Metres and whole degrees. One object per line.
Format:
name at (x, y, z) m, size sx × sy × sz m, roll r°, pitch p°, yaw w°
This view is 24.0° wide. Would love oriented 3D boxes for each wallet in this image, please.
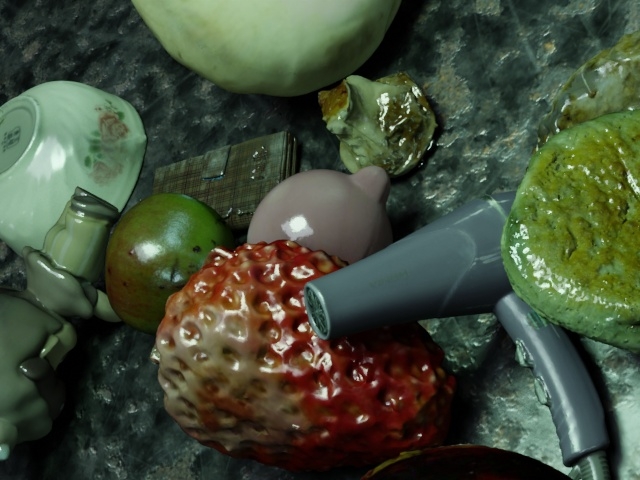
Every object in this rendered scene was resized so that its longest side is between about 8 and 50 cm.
wallet at (-0.129, -0.061, 1.949) m, size 0.230 × 0.042 × 0.124 m, roll -13°, pitch 60°, yaw 37°

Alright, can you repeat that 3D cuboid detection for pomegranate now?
pomegranate at (-0.159, 0.036, 1.846) m, size 0.210 × 0.180 × 0.180 m, roll 15°, pitch 72°, yaw 8°

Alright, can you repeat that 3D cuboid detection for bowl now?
bowl at (-0.396, -0.116, 2.149) m, size 0.277 × 0.145 × 0.277 m, roll -24°, pitch 51°, yaw 32°

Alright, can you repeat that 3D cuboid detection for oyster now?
oyster at (0.314, -0.141, 1.593) m, size 0.345 × 0.078 × 0.128 m, roll -47°, pitch 52°, yaw 6°

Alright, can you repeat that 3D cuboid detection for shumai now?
shumai at (0.059, -0.147, 1.781) m, size 0.146 × 0.116 × 0.145 m, roll -21°, pitch 53°, yaw 29°

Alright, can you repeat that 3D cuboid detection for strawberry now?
strawberry at (-0.030, 0.145, 1.582) m, size 0.336 × 0.149 × 0.265 m, roll 17°, pitch 113°, yaw 28°

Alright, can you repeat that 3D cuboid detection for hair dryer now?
hair dryer at (0.180, 0.127, 1.468) m, size 0.301 × 0.121 × 0.361 m, roll -18°, pitch 64°, yaw -18°

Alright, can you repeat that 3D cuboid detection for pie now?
pie at (0.308, -0.010, 1.444) m, size 0.277 × 0.078 × 0.277 m, roll 0°, pitch 55°, yaw 1°

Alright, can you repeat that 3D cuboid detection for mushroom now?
mushroom at (-0.084, -0.359, 1.884) m, size 0.353 × 0.325 × 0.353 m, roll 4°, pitch 96°, yaw 46°

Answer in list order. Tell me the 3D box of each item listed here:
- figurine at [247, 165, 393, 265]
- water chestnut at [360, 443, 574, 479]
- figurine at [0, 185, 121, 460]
figurine at (0.000, 0.000, 1.708) m, size 0.173 × 0.173 × 0.173 m, roll -21°, pitch 53°, yaw 31°
water chestnut at (0.126, 0.311, 1.357) m, size 0.300 × 0.300 × 0.300 m, roll -21°, pitch 53°, yaw 31°
figurine at (-0.386, 0.106, 1.958) m, size 0.380 × 0.203 × 0.248 m, roll -56°, pitch 39°, yaw -3°
